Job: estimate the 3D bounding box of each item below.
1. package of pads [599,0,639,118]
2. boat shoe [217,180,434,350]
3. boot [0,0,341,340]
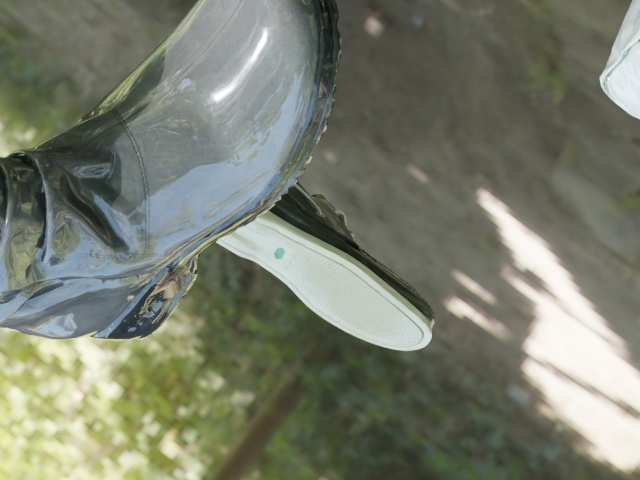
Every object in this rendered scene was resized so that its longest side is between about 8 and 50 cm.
[{"bbox_3d":[0.338,-0.117,1.137,0.296,0.229,0.101,30,152,-5],"label":"package of pads"},{"bbox_3d":[0.000,0.000,1.452,0.233,0.079,0.084,36,143,-7],"label":"boat shoe"},{"bbox_3d":[-0.144,-0.043,1.112,0.222,0.338,0.118,-1,-134,-42],"label":"boot"}]
